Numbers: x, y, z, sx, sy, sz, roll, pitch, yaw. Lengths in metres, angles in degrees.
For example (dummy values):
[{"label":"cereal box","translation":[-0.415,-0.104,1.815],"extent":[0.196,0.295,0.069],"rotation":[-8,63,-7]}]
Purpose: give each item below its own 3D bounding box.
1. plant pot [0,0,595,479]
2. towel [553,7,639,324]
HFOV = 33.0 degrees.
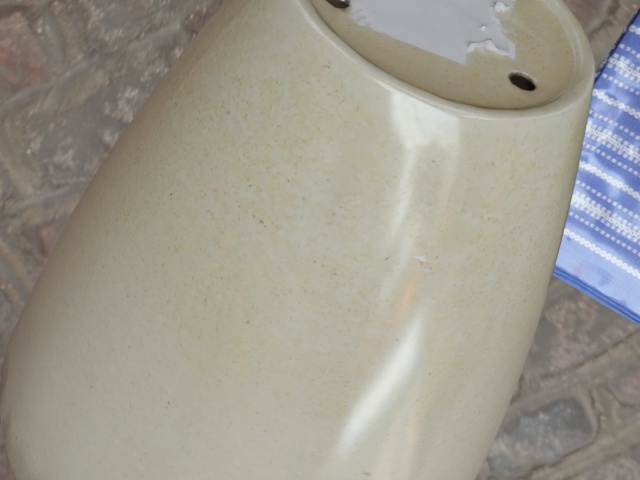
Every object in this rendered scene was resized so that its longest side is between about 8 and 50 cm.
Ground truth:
[{"label":"plant pot","translation":[0.000,0.000,0.493],"extent":[0.256,0.256,0.274],"rotation":[16,134,-10]},{"label":"towel","translation":[0.358,-0.074,1.093],"extent":[0.243,0.040,0.336],"rotation":[31,117,4]}]
